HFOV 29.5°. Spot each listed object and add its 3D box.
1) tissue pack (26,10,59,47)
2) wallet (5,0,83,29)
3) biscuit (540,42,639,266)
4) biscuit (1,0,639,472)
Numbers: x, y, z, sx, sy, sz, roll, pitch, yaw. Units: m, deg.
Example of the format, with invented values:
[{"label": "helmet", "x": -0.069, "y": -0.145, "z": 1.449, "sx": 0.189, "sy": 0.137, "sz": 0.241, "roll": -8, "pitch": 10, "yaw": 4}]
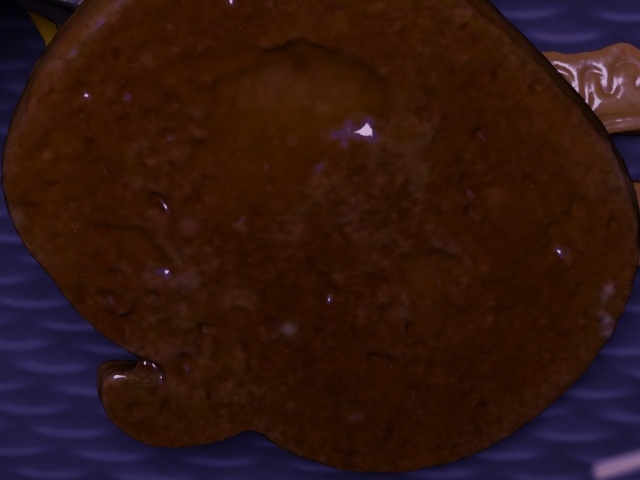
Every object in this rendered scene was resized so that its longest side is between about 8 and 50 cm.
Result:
[{"label": "tissue pack", "x": -0.089, "y": -0.148, "z": 0.738, "sx": 0.169, "sy": 0.082, "sz": 0.120, "roll": -27, "pitch": 87, "yaw": 4}, {"label": "wallet", "x": -0.093, "y": -0.290, "z": 0.696, "sx": 0.197, "sy": 0.051, "sz": 0.378, "roll": 20, "pitch": 76, "yaw": 5}, {"label": "biscuit", "x": 0.104, "y": -0.052, "z": 0.754, "sx": 0.236, "sy": 0.040, "sz": 0.144, "roll": -1, "pitch": 86, "yaw": 2}, {"label": "biscuit", "x": 0.000, "y": -0.001, "z": 0.679, "sx": 0.367, "sy": 0.063, "sz": 0.314, "roll": 37, "pitch": 107, "yaw": -27}]
